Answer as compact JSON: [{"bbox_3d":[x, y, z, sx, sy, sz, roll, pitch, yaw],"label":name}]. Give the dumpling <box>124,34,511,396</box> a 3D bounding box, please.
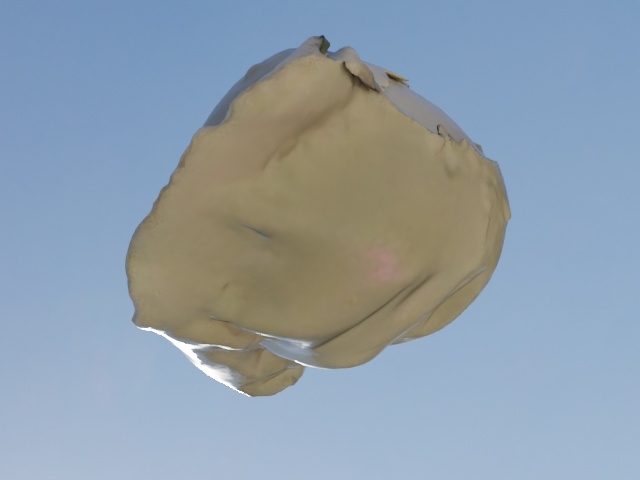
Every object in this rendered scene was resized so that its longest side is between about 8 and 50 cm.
[{"bbox_3d":[0.000,0.000,0.557,0.127,0.108,0.188,-58,-22,2],"label":"dumpling"}]
